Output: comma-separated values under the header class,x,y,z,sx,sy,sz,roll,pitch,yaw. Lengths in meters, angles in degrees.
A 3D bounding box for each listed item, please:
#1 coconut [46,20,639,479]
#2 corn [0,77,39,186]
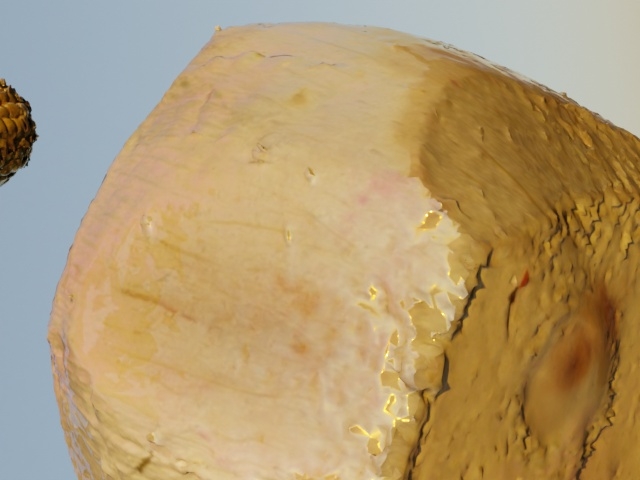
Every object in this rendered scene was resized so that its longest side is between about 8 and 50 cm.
class,x,y,z,sx,sy,sz,roll,pitch,yaw
coconut,0.015,0.042,0.834,0.297,0.255,0.297,-26,-58,-49
corn,-0.386,-0.060,1.642,0.318,0.115,0.115,-34,-59,-42
